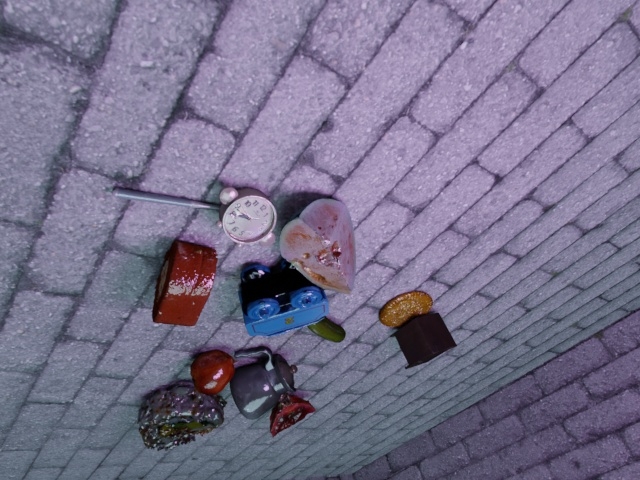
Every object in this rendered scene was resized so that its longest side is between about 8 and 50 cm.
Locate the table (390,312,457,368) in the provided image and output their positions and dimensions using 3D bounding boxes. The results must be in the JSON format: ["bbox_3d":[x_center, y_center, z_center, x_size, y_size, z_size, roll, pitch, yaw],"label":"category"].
[{"bbox_3d":[0.460,0.451,1.893,0.173,0.169,0.193,-2,146,-37],"label":"table"}]

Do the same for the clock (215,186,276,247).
[{"bbox_3d":[-0.204,-0.066,1.168,0.156,0.063,0.229,-38,127,2],"label":"clock"}]

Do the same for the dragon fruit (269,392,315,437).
[{"bbox_3d":[-0.178,0.876,2.219,0.262,0.134,0.211,-24,130,-17],"label":"dragon fruit"}]

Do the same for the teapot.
[{"bbox_3d":[-0.246,0.591,1.854,0.285,0.305,0.223,-27,175,0],"label":"teapot"}]

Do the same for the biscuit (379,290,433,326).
[{"bbox_3d":[0.375,0.307,1.839,0.254,0.035,0.253,-10,140,-9],"label":"biscuit"}]

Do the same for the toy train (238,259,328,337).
[{"bbox_3d":[-0.121,0.192,1.429,0.301,0.187,0.265,-15,144,-8],"label":"toy train"}]

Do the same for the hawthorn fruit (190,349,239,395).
[{"bbox_3d":[-0.439,0.533,1.708,0.179,0.174,0.173,-46,160,-43],"label":"hawthorn fruit"}]

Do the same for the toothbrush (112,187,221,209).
[{"bbox_3d":[-0.369,-0.098,1.127,0.343,0.025,0.030,10,108,-28],"label":"toothbrush"}]

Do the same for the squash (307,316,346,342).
[{"bbox_3d":[0.007,0.347,1.716,0.087,0.087,0.331,-31,136,15],"label":"squash"}]

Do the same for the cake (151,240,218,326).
[{"bbox_3d":[-0.409,0.141,1.264,0.151,0.176,0.283,13,129,-32],"label":"cake"}]

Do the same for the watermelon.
[{"bbox_3d":[-0.006,0.001,1.283,0.175,0.188,0.321,-1,130,25],"label":"watermelon"}]

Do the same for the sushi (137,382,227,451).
[{"bbox_3d":[-0.627,0.811,1.931,0.418,0.175,0.417,-10,139,-9],"label":"sushi"}]
